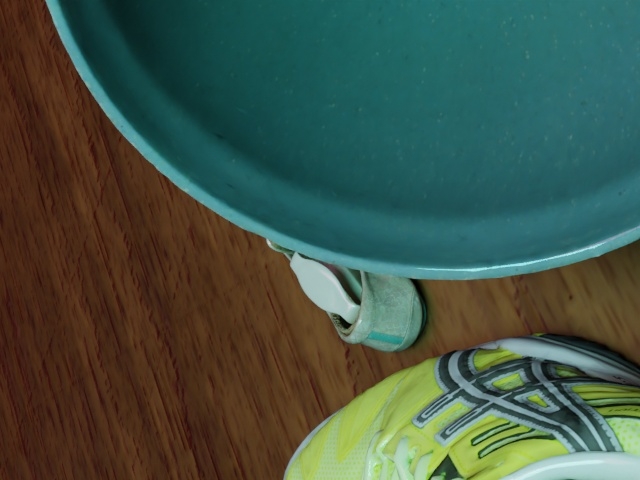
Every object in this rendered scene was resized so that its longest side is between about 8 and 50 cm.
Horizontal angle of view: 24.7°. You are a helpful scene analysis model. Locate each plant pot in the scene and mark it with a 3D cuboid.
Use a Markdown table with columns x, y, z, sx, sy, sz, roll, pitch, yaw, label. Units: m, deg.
| x | y | z | sx | sy | sz | roll | pitch | yaw | label |
| --- | --- | --- | --- | --- | --- | --- | --- | --- | --- |
| 0.052 | -0.159 | 0.591 | 0.293 | 0.293 | 0.196 | -54 | 13 | 37 | plant pot |

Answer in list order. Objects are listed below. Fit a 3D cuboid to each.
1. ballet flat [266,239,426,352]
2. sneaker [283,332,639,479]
| x | y | z | sx | sy | sz | roll | pitch | yaw | label |
| --- | --- | --- | --- | --- | --- | --- | --- | --- | --- |
| 0.000 | 0.000 | 0.814 | 0.168 | 0.052 | 0.057 | 49 | 125 | 44 | ballet flat |
| 0.087 | 0.109 | 0.608 | 0.385 | 0.147 | 0.145 | -11 | 81 | 54 | sneaker |
